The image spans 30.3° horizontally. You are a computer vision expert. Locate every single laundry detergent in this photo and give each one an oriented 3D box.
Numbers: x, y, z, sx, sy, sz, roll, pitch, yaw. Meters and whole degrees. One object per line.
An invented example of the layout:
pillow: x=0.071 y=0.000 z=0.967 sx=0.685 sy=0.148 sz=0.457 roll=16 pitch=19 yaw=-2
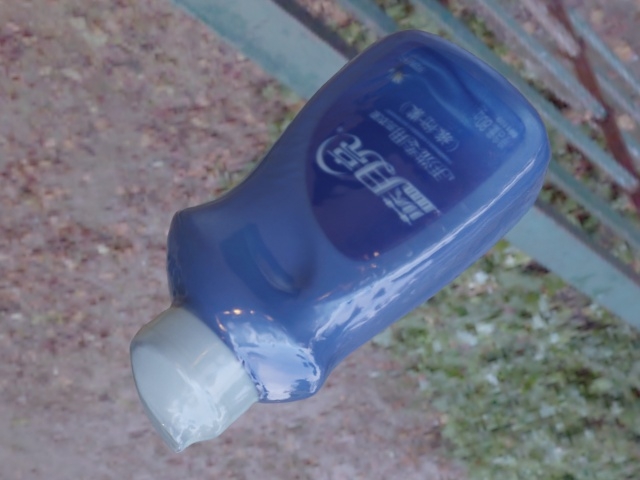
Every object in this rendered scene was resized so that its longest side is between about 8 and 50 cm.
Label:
laundry detergent: x=0.000 y=0.000 z=0.690 sx=0.290 sy=0.143 sz=0.094 roll=-42 pitch=161 yaw=-24
